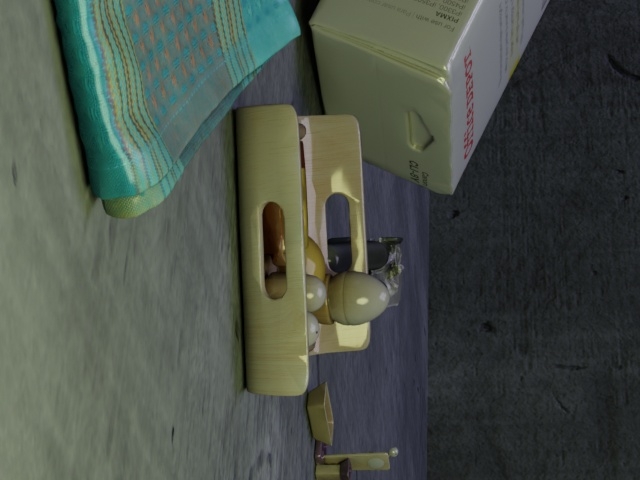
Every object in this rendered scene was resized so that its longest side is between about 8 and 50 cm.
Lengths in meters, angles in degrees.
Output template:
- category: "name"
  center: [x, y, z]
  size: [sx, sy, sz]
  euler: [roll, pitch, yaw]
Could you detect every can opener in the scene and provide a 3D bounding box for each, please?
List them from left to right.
- category: "can opener"
  center: [0.019, 0.035, 1.650]
  size: [0.283, 0.095, 0.076]
  euler: [-3, 93, -69]

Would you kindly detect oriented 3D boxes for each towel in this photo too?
- category: "towel"
  center: [-0.082, -0.229, 0.861]
  size: [0.271, 0.040, 0.370]
  euler: [-57, 146, -57]

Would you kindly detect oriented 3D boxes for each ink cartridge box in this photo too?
- category: "ink cartridge box"
  center: [0.146, -0.286, 1.760]
  size: [0.279, 0.160, 0.385]
  euler: [77, 37, -65]

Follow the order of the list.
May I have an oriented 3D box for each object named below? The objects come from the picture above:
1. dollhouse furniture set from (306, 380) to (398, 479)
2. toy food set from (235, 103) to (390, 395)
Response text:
- category: "dollhouse furniture set"
  center: [0.031, 0.200, 1.595]
  size: [0.091, 0.081, 0.114]
  euler: [-85, 169, -45]
- category: "toy food set"
  center: [0.000, 0.000, 1.359]
  size: [0.306, 0.092, 0.220]
  euler: [-15, 102, -81]
